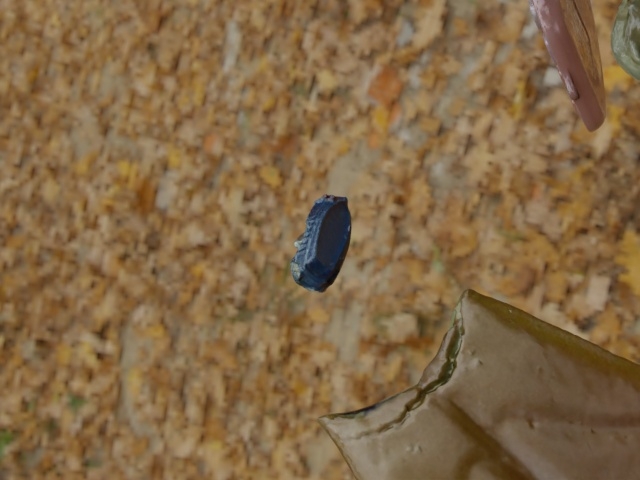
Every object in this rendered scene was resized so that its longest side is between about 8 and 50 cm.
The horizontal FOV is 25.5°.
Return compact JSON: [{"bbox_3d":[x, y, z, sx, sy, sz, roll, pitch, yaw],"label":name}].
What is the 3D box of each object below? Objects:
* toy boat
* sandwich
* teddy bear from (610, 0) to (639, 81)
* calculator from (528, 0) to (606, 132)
[{"bbox_3d":[0.000,0.000,0.943,0.038,0.038,0.083,-42,22,46],"label":"toy boat"},{"bbox_3d":[0.146,0.115,0.810,0.212,0.245,0.063,59,174,5],"label":"sandwich"},{"bbox_3d":[0.192,-0.215,0.587,0.256,0.267,0.156,51,163,6],"label":"teddy bear"},{"bbox_3d":[0.238,-0.258,1.431,0.048,0.220,0.330,-17,47,17],"label":"calculator"}]
